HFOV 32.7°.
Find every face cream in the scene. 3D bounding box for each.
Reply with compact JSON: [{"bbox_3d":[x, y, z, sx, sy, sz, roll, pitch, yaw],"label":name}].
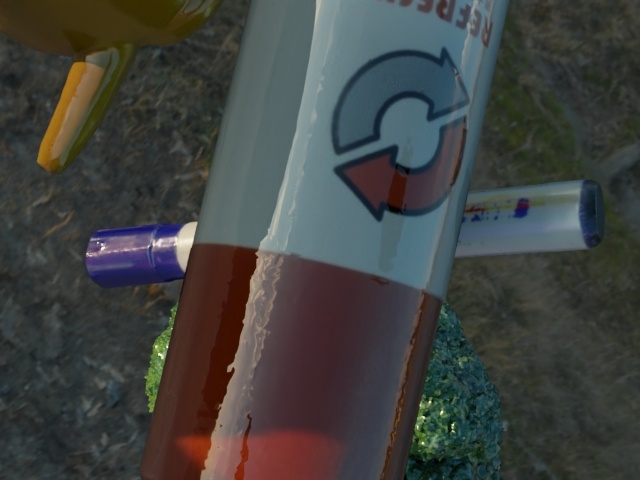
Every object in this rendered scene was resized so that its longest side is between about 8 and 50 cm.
[{"bbox_3d":[0.004,-0.009,0.401,0.096,0.096,0.214,16,81,-24],"label":"face cream"}]

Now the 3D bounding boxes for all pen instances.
[{"bbox_3d":[0.000,0.000,0.515,0.033,0.269,0.033,14,74,-60],"label":"pen"}]

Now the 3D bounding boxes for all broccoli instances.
[{"bbox_3d":[-0.003,0.137,0.718,0.270,0.270,0.270,26,94,-19],"label":"broccoli"}]

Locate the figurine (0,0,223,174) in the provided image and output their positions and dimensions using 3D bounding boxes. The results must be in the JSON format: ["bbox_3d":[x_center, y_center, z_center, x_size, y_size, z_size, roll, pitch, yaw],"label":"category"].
[{"bbox_3d":[-0.198,-0.263,0.773,0.268,0.401,0.387,-1,44,-30],"label":"figurine"}]
